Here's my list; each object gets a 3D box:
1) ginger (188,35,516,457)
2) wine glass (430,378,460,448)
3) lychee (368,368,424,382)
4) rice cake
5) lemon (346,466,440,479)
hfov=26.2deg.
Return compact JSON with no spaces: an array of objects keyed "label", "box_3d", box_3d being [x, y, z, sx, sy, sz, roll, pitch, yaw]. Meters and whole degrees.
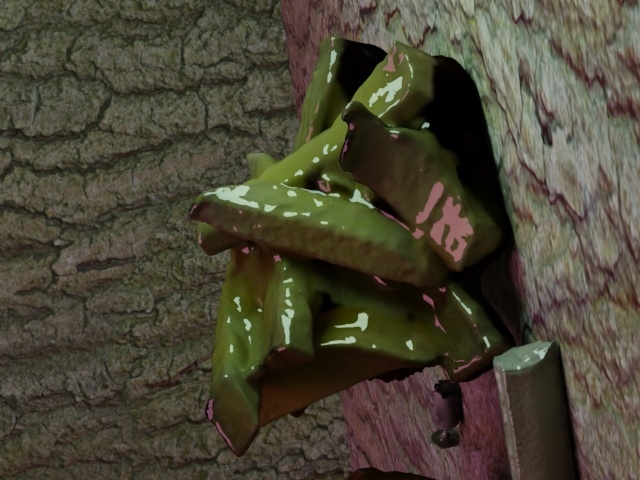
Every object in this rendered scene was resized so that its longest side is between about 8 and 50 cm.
[{"label":"ginger","box_3d":[0.000,0.000,1.314,0.358,0.211,0.413,7,93,52]},{"label":"wine glass","box_3d":[0.152,0.207,1.656,0.039,0.042,0.083,22,127,38]},{"label":"lychee","box_3d":[0.074,0.066,1.519,0.188,0.188,0.188,170,90,-84]},{"label":"rice cake","box_3d":[0.192,0.212,1.173,0.052,0.057,0.256,-30,-69,-78]},{"label":"lemon","box_3d":[0.089,0.381,1.434,0.258,0.258,0.310,-155,50,-83]}]
